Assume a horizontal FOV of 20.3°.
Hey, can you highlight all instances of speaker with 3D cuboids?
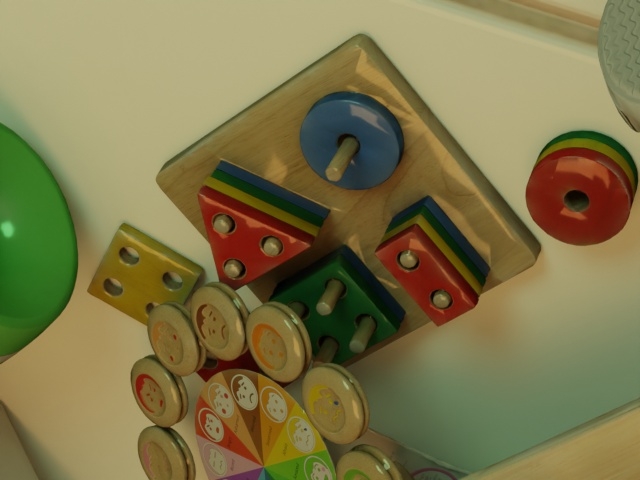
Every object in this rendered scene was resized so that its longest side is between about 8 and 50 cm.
[{"bbox_3d":[-0.263,0.041,0.887,0.296,0.131,0.131,-24,112,30],"label":"speaker"}]

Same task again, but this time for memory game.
[{"bbox_3d":[-0.028,0.107,0.833,0.186,0.012,0.186,25,126,39],"label":"memory game"}]

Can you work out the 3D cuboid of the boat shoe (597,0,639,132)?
[{"bbox_3d":[0.262,-0.109,0.623,0.335,0.121,0.119,-20,145,36],"label":"boat shoe"}]

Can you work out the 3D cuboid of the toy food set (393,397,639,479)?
[{"bbox_3d":[0.210,0.124,0.783,0.306,0.092,0.220,-29,109,26],"label":"toy food set"}]

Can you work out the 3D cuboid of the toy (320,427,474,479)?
[{"bbox_3d":[0.084,0.162,0.889,0.237,0.056,0.137,25,124,-1],"label":"toy"}]

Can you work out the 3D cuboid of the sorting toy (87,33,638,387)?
[{"bbox_3d":[0.000,0.000,0.817,0.274,0.046,0.132,-30,108,33],"label":"sorting toy"}]

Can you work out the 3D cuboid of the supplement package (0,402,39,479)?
[{"bbox_3d":[-0.281,0.238,0.961,0.293,0.175,0.177,-33,81,33],"label":"supplement package"}]
